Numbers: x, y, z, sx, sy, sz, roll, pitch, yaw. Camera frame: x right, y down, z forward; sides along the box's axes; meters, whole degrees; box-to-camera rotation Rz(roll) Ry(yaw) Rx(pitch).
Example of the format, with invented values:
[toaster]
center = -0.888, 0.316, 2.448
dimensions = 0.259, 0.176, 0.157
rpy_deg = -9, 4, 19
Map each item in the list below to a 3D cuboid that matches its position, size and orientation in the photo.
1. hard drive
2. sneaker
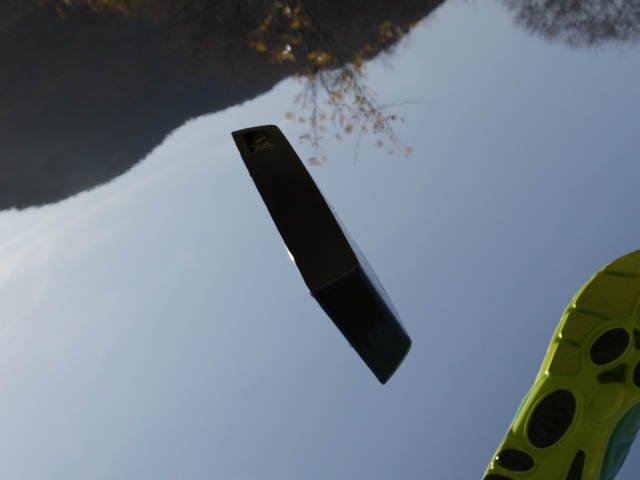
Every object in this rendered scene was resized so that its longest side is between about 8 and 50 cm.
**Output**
[hard drive]
center = 0.000, 0.000, 0.733
dimensions = 0.054, 0.172, 0.255
rpy_deg = -32, -138, 3
[sneaker]
center = 0.224, 0.128, 0.638
dimensions = 0.109, 0.123, 0.295
rpy_deg = 36, -90, 18
